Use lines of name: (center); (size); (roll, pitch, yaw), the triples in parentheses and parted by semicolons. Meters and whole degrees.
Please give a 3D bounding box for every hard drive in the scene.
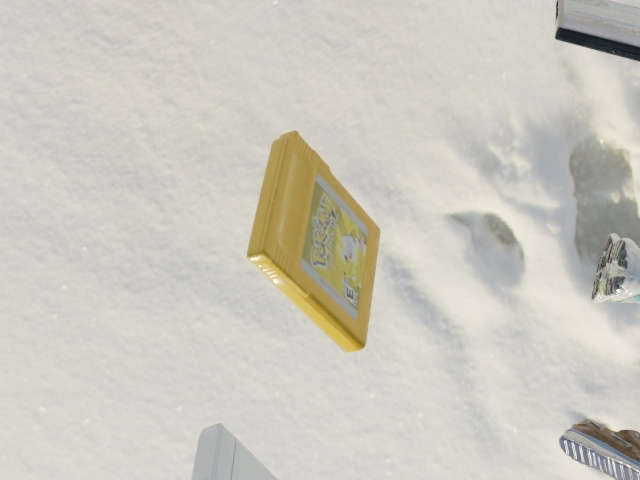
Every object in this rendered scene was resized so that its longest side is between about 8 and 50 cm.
hard drive: (-0.069, 0.455, 1.331); (0.047, 0.233, 0.353); (-23, 125, 20)

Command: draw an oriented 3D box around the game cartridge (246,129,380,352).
game cartridge: (0.000, 0.000, 1.655); (0.053, 0.285, 0.323); (-13, 139, 29)

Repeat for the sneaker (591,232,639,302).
sneaker: (0.454, 0.055, 1.329); (0.110, 0.275, 0.107); (15, 96, 7)

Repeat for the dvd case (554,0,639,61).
dvd case: (0.435, -0.314, 1.370); (0.180, 0.253, 0.022); (16, 120, 6)

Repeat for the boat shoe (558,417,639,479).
boat shoe: (0.421, 0.294, 1.280); (0.183, 0.066, 0.066); (25, 146, 41)
